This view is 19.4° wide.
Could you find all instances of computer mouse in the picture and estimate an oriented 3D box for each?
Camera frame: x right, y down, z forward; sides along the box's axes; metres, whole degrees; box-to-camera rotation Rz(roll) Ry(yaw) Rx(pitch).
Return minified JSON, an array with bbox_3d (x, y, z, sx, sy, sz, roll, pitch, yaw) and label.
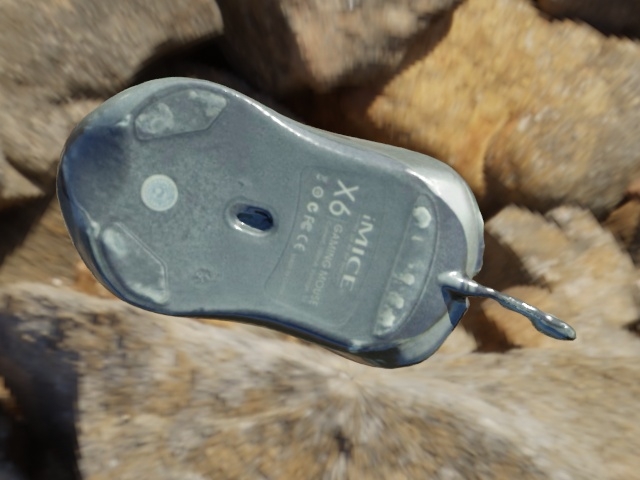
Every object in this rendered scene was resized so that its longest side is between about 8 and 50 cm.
[{"bbox_3d":[0.000,0.000,1.316,0.379,0.090,0.167,21,98,-2],"label":"computer mouse"}]
